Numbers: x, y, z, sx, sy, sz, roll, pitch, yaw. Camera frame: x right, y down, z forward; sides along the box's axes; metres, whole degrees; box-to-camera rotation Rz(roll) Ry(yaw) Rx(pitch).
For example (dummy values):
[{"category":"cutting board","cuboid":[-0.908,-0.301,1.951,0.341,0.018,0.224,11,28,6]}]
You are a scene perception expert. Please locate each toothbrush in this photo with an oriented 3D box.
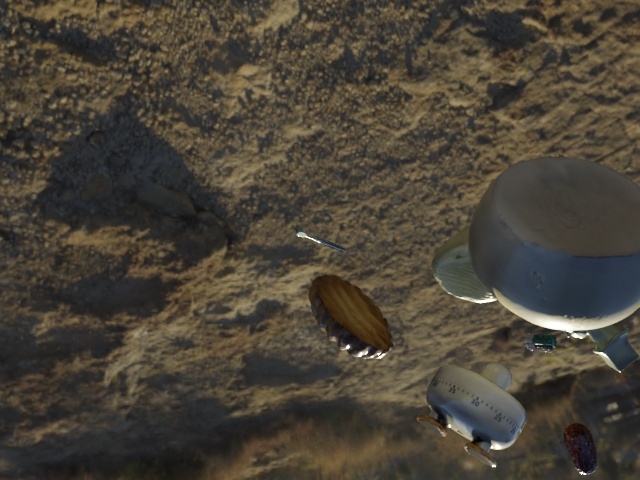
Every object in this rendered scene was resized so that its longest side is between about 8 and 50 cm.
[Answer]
[{"category":"toothbrush","cuboid":[0.000,0.000,1.552,0.016,0.019,0.219,-42,149,17]}]

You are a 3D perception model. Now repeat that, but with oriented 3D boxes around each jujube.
[{"category":"jujube","cuboid":[0.684,0.547,1.659,0.077,0.129,0.077,-5,156,-2]}]

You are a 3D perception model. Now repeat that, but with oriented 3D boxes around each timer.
[{"category":"timer","cuboid":[0.372,0.368,1.474,0.233,0.240,0.233,32,163,11]}]

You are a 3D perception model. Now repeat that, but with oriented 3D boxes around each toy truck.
[{"category":"toy truck","cuboid":[0.574,0.262,1.642,0.083,0.039,0.044,-5,131,47]}]

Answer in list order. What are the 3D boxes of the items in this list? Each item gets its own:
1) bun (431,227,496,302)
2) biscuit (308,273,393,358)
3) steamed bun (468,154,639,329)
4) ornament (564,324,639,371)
[{"category":"bun","cuboid":[0.470,0.062,1.861,0.259,0.160,0.259,14,131,17]},{"category":"biscuit","cuboid":[0.087,0.245,1.977,0.325,0.326,0.107,28,113,-36]},{"category":"steamed bun","cuboid":[0.413,0.013,1.084,0.324,0.324,0.206,-4,133,-5]},{"category":"ornament","cuboid":[0.810,0.262,1.854,0.285,0.130,0.120,36,177,3]}]
